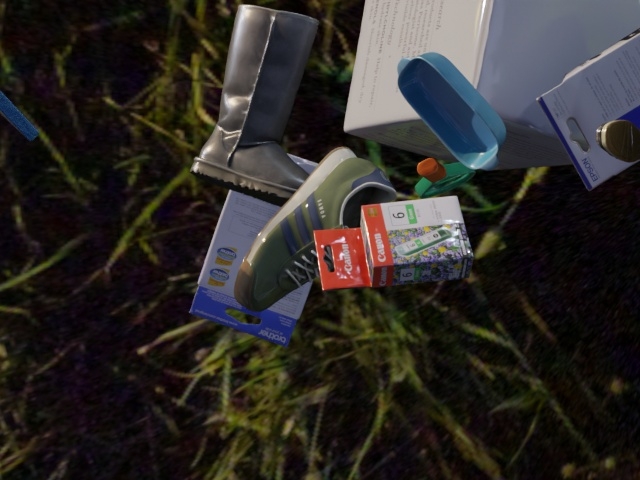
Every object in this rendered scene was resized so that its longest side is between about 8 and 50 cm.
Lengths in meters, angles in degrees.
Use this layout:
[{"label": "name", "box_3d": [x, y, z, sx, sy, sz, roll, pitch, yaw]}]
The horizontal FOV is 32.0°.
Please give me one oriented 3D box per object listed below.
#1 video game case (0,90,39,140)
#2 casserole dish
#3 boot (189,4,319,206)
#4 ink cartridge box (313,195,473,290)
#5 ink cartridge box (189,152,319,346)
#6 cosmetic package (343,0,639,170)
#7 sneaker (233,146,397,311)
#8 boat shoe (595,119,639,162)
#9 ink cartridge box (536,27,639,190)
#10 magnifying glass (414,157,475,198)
[{"label": "video game case", "box_3d": [-0.361, -0.173, 1.152, 0.015, 0.119, 0.166, -45, 43, -8]}, {"label": "casserole dish", "box_3d": [0.177, -0.175, 1.474, 0.037, 0.114, 0.188, -39, 87, -21]}, {"label": "boot", "box_3d": [-0.041, -0.148, 1.248, 0.189, 0.076, 0.208, 20, 82, 15]}, {"label": "ink cartridge box", "box_3d": [0.055, 0.002, 0.862, 0.115, 0.029, 0.063, -5, 52, -5]}, {"label": "ink cartridge box", "box_3d": [-0.088, 0.005, 1.897, 0.186, 0.065, 0.311, 19, 89, -4]}, {"label": "cosmetic package", "box_3d": [0.293, -0.313, 1.882, 0.393, 0.329, 0.327, 2, 80, 61]}, {"label": "sneaker", "box_3d": [0.000, 0.000, 1.092, 0.086, 0.064, 0.192, 31, 80, 37]}, {"label": "boat shoe", "box_3d": [0.402, -0.130, 1.488, 0.049, 0.152, 0.056, 6, 90, 42]}, {"label": "ink cartridge box", "box_3d": [0.487, -0.227, 1.636, 0.332, 0.065, 0.165, -30, 100, 0]}, {"label": "magnifying glass", "box_3d": [0.170, -0.092, 1.597, 0.092, 0.231, 0.026, -25, 80, 12]}]
